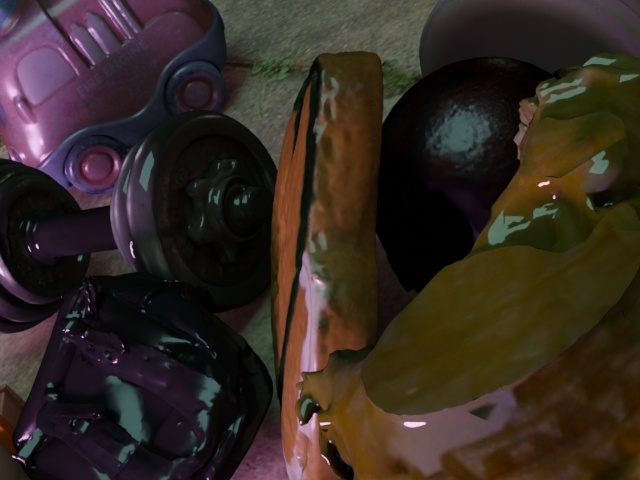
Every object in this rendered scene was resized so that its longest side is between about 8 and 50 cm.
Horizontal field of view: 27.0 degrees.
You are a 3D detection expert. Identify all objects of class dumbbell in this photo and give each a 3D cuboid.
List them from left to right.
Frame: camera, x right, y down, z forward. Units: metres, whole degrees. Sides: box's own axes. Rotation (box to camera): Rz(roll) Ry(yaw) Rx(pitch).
[{"bbox_3d":[-0.203,-0.010,1.226,0.406,0.179,0.179,-7,42,38],"label":"dumbbell"}]

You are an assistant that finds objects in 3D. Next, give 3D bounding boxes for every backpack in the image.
[{"bbox_3d":[-0.134,0.126,1.001,0.258,0.133,0.206,19,84,50],"label":"backpack"}]

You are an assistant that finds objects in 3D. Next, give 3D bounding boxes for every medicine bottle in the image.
[{"bbox_3d":[0.228,-0.221,1.068,0.202,0.202,0.316,-3,45,42],"label":"medicine bottle"}]

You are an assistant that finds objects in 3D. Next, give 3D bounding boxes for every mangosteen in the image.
[{"bbox_3d":[0.148,-0.041,0.925,0.230,0.194,0.194,-22,33,5],"label":"mangosteen"}]

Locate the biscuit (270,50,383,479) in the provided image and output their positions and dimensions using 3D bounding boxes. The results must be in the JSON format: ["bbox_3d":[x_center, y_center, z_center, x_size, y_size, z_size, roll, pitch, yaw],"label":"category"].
[{"bbox_3d":[-0.002,0.000,0.950,0.057,0.287,0.344,4,41,-6],"label":"biscuit"}]

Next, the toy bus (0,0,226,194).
[{"bbox_3d":[-0.261,-0.212,1.499,0.294,0.232,0.197,-35,32,0],"label":"toy bus"}]

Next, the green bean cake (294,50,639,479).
[{"bbox_3d":[0.128,0.060,0.734,0.310,0.202,0.285,-32,49,15],"label":"green bean cake"}]

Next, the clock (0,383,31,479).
[{"bbox_3d":[-0.319,0.236,1.079,0.220,0.106,0.255,-29,32,11],"label":"clock"}]
